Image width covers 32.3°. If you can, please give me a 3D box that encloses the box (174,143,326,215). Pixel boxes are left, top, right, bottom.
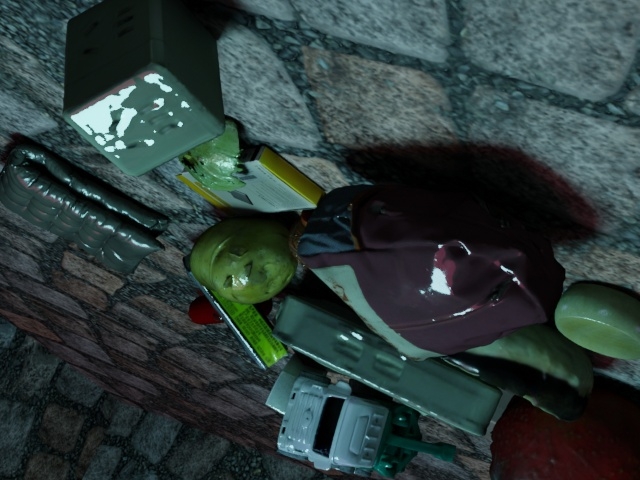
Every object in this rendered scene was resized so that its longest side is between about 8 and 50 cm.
[{"bbox_3d":[-0.112,-0.088,1.685,0.129,0.033,0.247,36,158,-31],"label":"box"}]

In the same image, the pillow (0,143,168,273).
[{"bbox_3d":[-0.457,-0.056,2.095,0.326,0.101,0.228,29,157,-15],"label":"pillow"}]

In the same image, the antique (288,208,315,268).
[{"bbox_3d":[0.000,0.000,1.674,0.104,0.104,0.104,22,160,8],"label":"antique"}]

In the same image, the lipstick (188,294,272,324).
[{"bbox_3d":[-0.191,0.137,2.304,0.073,0.073,0.280,33,158,-22],"label":"lipstick"}]

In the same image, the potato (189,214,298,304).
[{"bbox_3d":[-0.126,0.031,1.809,0.169,0.143,0.248,-2,180,-24],"label":"potato"}]

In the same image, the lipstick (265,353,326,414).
[{"bbox_3d":[-0.030,0.263,2.176,0.076,0.079,0.371,28,-172,4],"label":"lipstick"}]

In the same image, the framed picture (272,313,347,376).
[{"bbox_3d":[-0.010,0.208,2.178,0.128,0.023,0.168,19,-164,-32],"label":"framed picture"}]

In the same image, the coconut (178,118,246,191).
[{"bbox_3d":[-0.163,-0.122,1.587,0.133,0.055,0.158,58,148,-5],"label":"coconut"}]

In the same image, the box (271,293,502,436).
[{"bbox_3d":[0.108,0.205,1.944,0.397,0.111,0.396,25,177,1],"label":"box"}]

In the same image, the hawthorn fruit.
[{"bbox_3d":[0.442,0.363,1.868,0.307,0.265,0.265,-4,149,26],"label":"hawthorn fruit"}]

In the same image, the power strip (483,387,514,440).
[{"bbox_3d":[0.333,0.340,2.180,0.154,0.078,0.154,22,159,9],"label":"power strip"}]

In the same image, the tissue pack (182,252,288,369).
[{"bbox_3d":[-0.162,0.120,2.054,0.235,0.073,0.173,55,173,-15],"label":"tissue pack"}]

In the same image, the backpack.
[{"bbox_3d":[0.158,0.026,1.415,0.283,0.197,0.317,36,153,-26],"label":"backpack"}]

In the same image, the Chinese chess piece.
[{"bbox_3d":[0.401,0.113,1.548,0.144,0.058,0.144,24,162,8],"label":"Chinese chess piece"}]

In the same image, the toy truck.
[{"bbox_3d":[0.082,0.337,1.966,0.178,0.176,0.363,11,172,38],"label":"toy truck"}]

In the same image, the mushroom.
[{"bbox_3d":[0.280,0.161,1.734,0.344,0.130,0.247,26,-172,7],"label":"mushroom"}]

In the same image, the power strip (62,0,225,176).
[{"bbox_3d":[-0.207,-0.210,1.292,0.140,0.224,0.139,-25,138,19],"label":"power strip"}]
